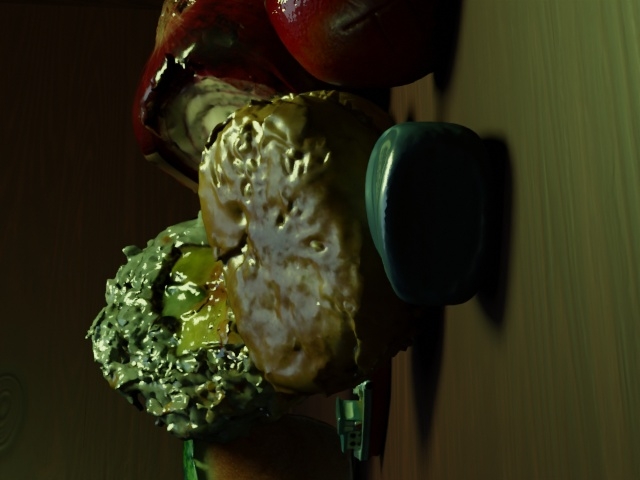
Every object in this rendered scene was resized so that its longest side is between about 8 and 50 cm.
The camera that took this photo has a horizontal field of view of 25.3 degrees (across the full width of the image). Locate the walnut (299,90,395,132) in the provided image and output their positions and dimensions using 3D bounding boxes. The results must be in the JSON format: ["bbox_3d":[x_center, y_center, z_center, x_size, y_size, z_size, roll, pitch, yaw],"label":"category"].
[{"bbox_3d":[0.000,-0.087,1.631,0.167,0.207,0.167,167,90,-86],"label":"walnut"}]

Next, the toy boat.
[{"bbox_3d":[0.051,0.196,1.763,0.069,0.059,0.172,-95,8,-59],"label":"toy boat"}]

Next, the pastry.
[{"bbox_3d":[0.000,0.000,1.464,0.255,0.162,0.310,-18,88,47],"label":"pastry"}]

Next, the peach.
[{"bbox_3d":[0.062,-0.256,1.392,0.196,0.226,0.190,57,-158,15],"label":"peach"}]

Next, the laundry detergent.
[{"bbox_3d":[0.088,-0.035,1.213,0.290,0.094,0.143,-94,0,-82],"label":"laundry detergent"}]

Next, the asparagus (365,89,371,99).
[{"bbox_3d":[0.067,-0.270,2.005,0.236,0.027,0.034,97,173,-51],"label":"asparagus"}]

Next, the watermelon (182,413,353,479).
[{"bbox_3d":[-0.076,0.415,2.056,0.222,0.292,0.319,-87,10,-59],"label":"watermelon"}]

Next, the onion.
[{"bbox_3d":[-0.084,-0.221,1.966,0.341,0.341,0.341,-178,90,-86],"label":"onion"}]

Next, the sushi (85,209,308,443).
[{"bbox_3d":[-0.118,0.103,1.990,0.417,0.418,0.176,-92,-20,-47],"label":"sushi"}]
